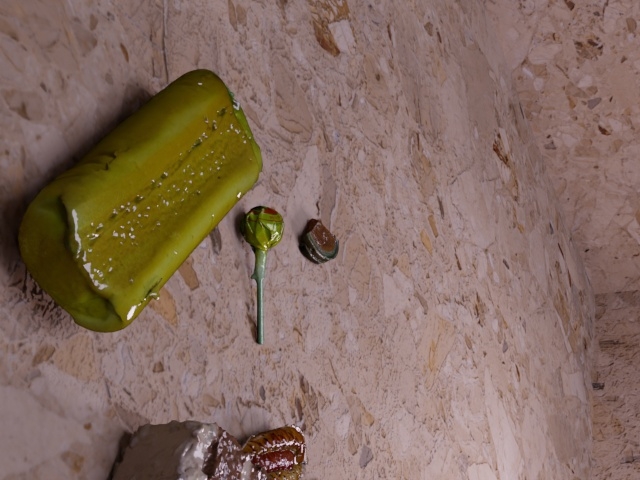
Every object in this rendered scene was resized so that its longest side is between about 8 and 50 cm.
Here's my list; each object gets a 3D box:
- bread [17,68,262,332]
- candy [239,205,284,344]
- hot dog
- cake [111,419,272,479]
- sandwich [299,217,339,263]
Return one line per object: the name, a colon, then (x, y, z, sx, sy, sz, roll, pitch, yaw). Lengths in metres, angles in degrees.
bread: (-0.192, -0.053, 1.044, 0.166, 0.112, 0.383, 67, 31, -23)
candy: (-0.082, 0.048, 1.318, 0.058, 0.062, 0.194, 179, -88, -72)
hot dog: (-0.067, 0.301, 1.256, 0.192, 0.053, 0.099, -7, 92, -62)
cake: (-0.148, 0.280, 1.021, 0.147, 0.134, 0.135, 49, 40, -34)
sandwich: (-0.001, 0.003, 1.506, 0.101, 0.026, 0.069, 36, 52, -55)
